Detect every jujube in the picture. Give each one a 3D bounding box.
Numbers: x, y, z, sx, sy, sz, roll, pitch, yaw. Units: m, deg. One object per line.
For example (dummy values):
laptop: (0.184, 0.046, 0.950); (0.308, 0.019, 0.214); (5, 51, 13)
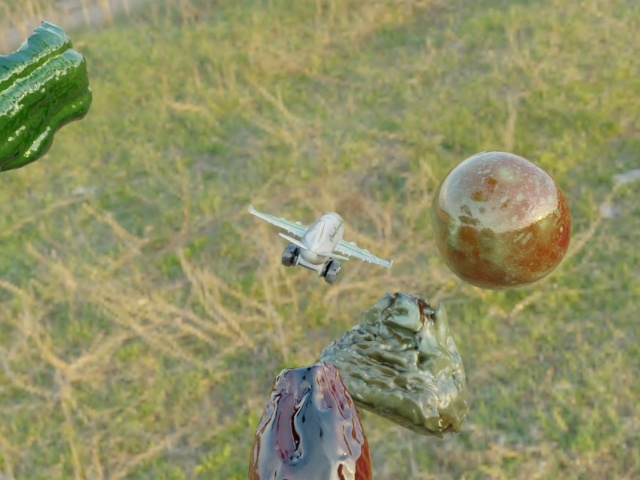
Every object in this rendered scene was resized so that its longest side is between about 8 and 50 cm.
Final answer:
jujube: (-0.016, 0.276, 1.551); (0.168, 0.236, 0.168); (-3, -15, -1)

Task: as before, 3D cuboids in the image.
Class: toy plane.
toy plane: (-0.002, 0.005, 1.977); (0.251, 0.101, 0.255); (22, 7, 4)

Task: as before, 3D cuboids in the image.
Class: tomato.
tomato: (0.324, -0.029, 2.226); (0.222, 0.270, 0.270); (-24, 28, -37)

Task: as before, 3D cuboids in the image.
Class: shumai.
shumai: (0.132, 0.190, 1.913); (0.255, 0.218, 0.189); (20, -1, 9)

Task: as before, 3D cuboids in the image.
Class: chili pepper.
chili pepper: (-0.484, -0.171, 1.753); (0.213, 0.167, 0.385); (-35, 7, 48)
